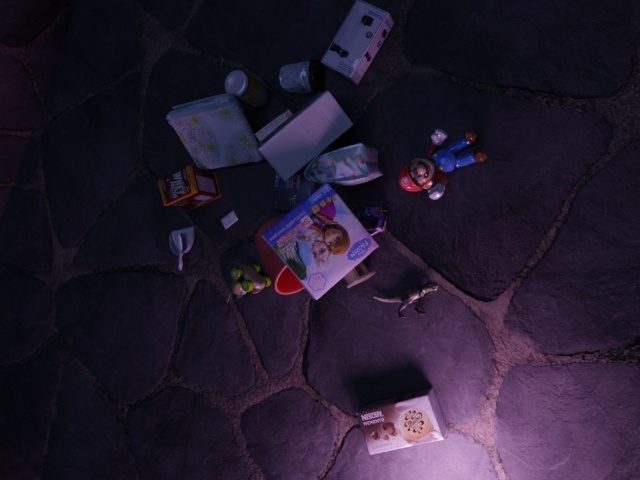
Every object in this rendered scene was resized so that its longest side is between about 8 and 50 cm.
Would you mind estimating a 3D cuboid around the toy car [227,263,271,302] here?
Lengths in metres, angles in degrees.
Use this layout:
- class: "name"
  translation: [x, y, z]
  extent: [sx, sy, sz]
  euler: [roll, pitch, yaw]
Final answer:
- class: "toy car"
  translation: [-0.344, 0.211, 2.038]
  extent: [0.149, 0.155, 0.188]
  euler: [47, 115, 18]

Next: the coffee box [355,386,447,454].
- class: "coffee box"
  translation: [0.308, 0.688, 1.742]
  extent: [0.298, 0.119, 0.167]
  euler: [-22, 81, 21]

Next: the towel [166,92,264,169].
- class: "towel"
  translation: [-0.472, -0.479, 2.049]
  extent: [0.375, 0.320, 0.090]
  euler: [-3, 44, 27]

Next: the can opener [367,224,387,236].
- class: "can opener"
  translation: [0.186, -0.029, 1.858]
  extent: [0.186, 0.073, 0.059]
  euler: [-20, 72, 13]

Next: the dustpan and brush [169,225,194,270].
- class: "dustpan and brush"
  translation: [-0.681, 0.043, 2.233]
  extent: [0.148, 0.060, 0.210]
  euler: [-11, 84, 23]

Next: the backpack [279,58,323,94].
- class: "backpack"
  translation: [-0.085, -0.706, 1.970]
  extent: [0.182, 0.115, 0.151]
  euler: [2, 91, 27]

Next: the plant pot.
- class: "plant pot"
  translation: [-0.133, 0.047, 1.897]
  extent: [0.275, 0.275, 0.243]
  euler: [-47, 61, 15]

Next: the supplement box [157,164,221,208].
- class: "supplement box"
  translation: [-0.612, -0.244, 2.141]
  extent: [0.192, 0.194, 0.128]
  euler: [-20, 80, 22]

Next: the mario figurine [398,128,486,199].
- class: "mario figurine"
  translation: [0.439, -0.285, 1.689]
  extent: [0.321, 0.170, 0.198]
  euler: [-28, 43, 13]

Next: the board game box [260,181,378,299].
- class: "board game box"
  translation: [0.000, 0.000, 1.710]
  extent: [0.319, 0.066, 0.318]
  euler: [-41, 96, -10]

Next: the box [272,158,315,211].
- class: "box"
  translation: [-0.113, -0.239, 1.995]
  extent: [0.184, 0.059, 0.232]
  euler: [2, 89, 23]

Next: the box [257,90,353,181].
- class: "box"
  translation: [-0.070, -0.423, 1.832]
  extent: [0.345, 0.215, 0.168]
  euler: [-39, 108, 4]

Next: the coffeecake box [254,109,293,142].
- class: "coffeecake box"
  translation: [-0.169, -0.457, 1.993]
  extent: [0.186, 0.068, 0.142]
  euler: [-36, 69, 3]

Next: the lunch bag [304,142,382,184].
- class: "lunch bag"
  translation: [0.089, -0.292, 1.817]
  extent: [0.263, 0.223, 0.159]
  euler: [-10, 94, 24]

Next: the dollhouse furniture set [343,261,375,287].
- class: "dollhouse furniture set"
  translation: [0.102, 0.136, 1.869]
  extent: [0.184, 0.129, 0.129]
  euler: [-44, 71, 42]

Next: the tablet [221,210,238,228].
- class: "tablet"
  translation: [-0.431, -0.098, 2.159]
  extent: [0.083, 0.006, 0.054]
  euler: [-35, 75, 19]

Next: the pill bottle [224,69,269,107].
- class: "pill bottle"
  translation: [-0.317, -0.661, 2.015]
  extent: [0.118, 0.215, 0.117]
  euler: [-1, 88, 24]

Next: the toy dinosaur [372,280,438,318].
- class: "toy dinosaur"
  translation: [0.343, 0.239, 1.779]
  extent: [0.269, 0.064, 0.118]
  euler: [-18, 74, 24]

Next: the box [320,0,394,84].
- class: "box"
  translation: [0.152, -0.816, 1.884]
  extent: [0.169, 0.087, 0.289]
  euler: [37, 103, 21]

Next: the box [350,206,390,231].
- class: "box"
  translation: [0.188, -0.086, 1.838]
  extent: [0.162, 0.029, 0.116]
  euler: [0, 49, 24]
